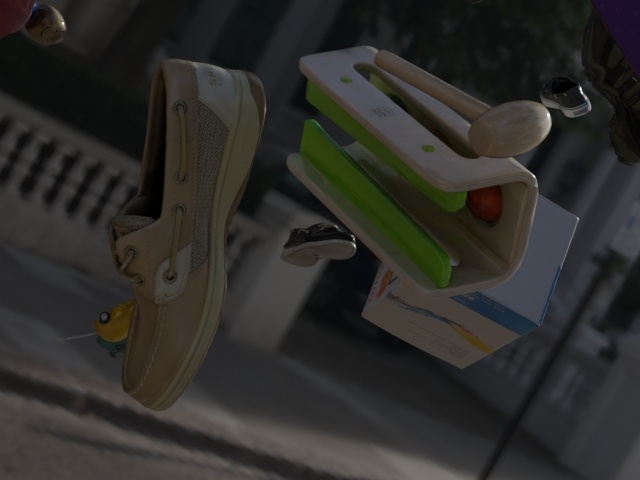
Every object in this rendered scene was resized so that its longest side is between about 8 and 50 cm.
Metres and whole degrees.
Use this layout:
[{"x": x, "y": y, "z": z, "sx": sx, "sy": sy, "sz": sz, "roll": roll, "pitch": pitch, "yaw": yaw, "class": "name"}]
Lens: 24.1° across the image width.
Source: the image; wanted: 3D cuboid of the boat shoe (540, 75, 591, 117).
[{"x": 0.333, "y": -0.204, "z": 2.052, "sx": 0.142, "sy": 0.049, "sz": 0.040, "roll": -123, "pitch": -171, "yaw": -70, "class": "boat shoe"}]

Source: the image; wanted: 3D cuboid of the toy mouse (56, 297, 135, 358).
[{"x": -0.190, "y": 0.094, "z": 1.655, "sx": 0.031, "sy": 0.161, "sz": 0.143, "roll": 62, "pitch": 7, "yaw": 18, "class": "toy mouse"}]

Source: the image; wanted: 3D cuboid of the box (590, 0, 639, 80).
[{"x": 0.188, "y": -0.196, "z": 0.868, "sx": 0.201, "sy": 0.057, "sz": 0.293, "roll": 0, "pitch": 57, "yaw": -51, "class": "box"}]

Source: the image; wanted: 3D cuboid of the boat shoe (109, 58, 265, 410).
[{"x": -0.132, "y": -0.004, "z": 1.260, "sx": 0.098, "sy": 0.302, "sz": 0.109, "roll": 9, "pitch": 15, "yaw": -27, "class": "boat shoe"}]

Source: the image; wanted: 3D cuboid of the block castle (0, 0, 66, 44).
[{"x": -0.422, "y": -0.170, "z": 1.272, "sx": 0.213, "sy": 0.453, "sz": 0.303, "roll": 38, "pitch": 24, "yaw": -35, "class": "block castle"}]

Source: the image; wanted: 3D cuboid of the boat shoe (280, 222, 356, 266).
[{"x": 0.000, "y": 0.000, "z": 1.532, "sx": 0.046, "sy": 0.038, "sz": 0.125, "roll": 21, "pitch": -17, "yaw": -21, "class": "boat shoe"}]

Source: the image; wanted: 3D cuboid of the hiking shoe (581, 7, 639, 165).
[{"x": 0.371, "y": -0.180, "z": 1.686, "sx": 0.114, "sy": 0.086, "sz": 0.227, "roll": 5, "pitch": -42, "yaw": 37, "class": "hiking shoe"}]

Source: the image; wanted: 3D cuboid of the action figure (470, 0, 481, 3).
[{"x": 0.318, "y": -0.343, "z": 1.657, "sx": 0.330, "sy": 0.179, "sz": 0.341, "roll": 0, "pitch": -2, "yaw": -5, "class": "action figure"}]

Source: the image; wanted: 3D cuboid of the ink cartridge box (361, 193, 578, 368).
[{"x": 0.191, "y": 0.036, "z": 1.969, "sx": 0.168, "sy": 0.171, "sz": 0.232, "roll": 28, "pitch": -27, "yaw": -10, "class": "ink cartridge box"}]

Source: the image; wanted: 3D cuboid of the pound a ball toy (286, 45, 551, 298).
[{"x": 0.106, "y": -0.096, "z": 1.411, "sx": 0.135, "sy": 0.208, "sz": 0.319, "roll": -11, "pitch": 36, "yaw": -29, "class": "pound a ball toy"}]
